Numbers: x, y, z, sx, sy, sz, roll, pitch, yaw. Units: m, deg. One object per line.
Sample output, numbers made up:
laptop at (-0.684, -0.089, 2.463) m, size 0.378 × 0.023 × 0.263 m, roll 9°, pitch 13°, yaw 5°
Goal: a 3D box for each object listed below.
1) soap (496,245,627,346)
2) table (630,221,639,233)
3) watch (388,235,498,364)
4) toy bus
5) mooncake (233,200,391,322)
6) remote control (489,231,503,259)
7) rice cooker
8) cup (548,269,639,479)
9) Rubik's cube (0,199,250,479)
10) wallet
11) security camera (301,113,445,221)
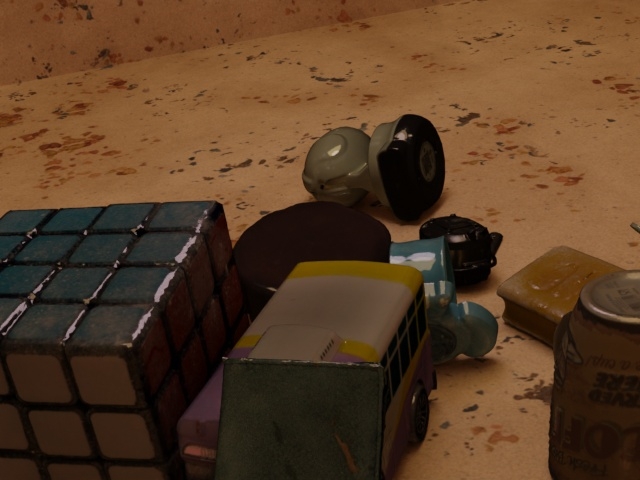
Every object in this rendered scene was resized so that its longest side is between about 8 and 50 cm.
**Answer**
soap at (0.415, 0.104, 1.677) m, size 0.160 × 0.080 × 0.257 m, roll -32°, pitch 32°, yaw -22°
table at (0.583, 0.038, 1.727) m, size 0.167 × 0.166 × 0.198 m, roll -10°, pitch 17°, yaw -6°
watch at (0.161, 0.082, 1.684) m, size 0.211 × 0.211 × 0.193 m, roll -4°, pitch 43°, yaw 7°
toy bus at (-0.004, 0.209, 1.380) m, size 0.209 × 0.249 × 0.440 m, roll 3°, pitch 26°, yaw 20°
mooncake at (-0.012, 0.060, 1.833) m, size 0.283 × 0.141 × 0.283 m, roll -5°, pitch 35°, yaw 3°
remote control at (0.311, 0.009, 2.004) m, size 0.034 × 0.016 × 0.091 m, roll 7°, pitch 29°, yaw 18°
rice cooker at (0.237, 0.015, 1.911) m, size 0.112 × 0.106 × 0.165 m, roll -12°, pitch 15°, yaw -20°
cup at (0.386, 0.160, 1.386) m, size 0.227 × 0.257 × 0.301 m, roll -11°, pitch 23°, yaw -14°
Rubik's cube at (-0.295, 0.172, 1.410) m, size 0.337 × 0.343 × 0.344 m, roll -2°, pitch 28°, yaw 15°
wallet at (-0.029, 0.309, 1.111) m, size 0.191 × 0.379 × 0.046 m, roll 0°, pitch -15°, yaw 17°
security camera at (0.095, -0.149, 2.216) m, size 0.277 × 0.197 × 0.191 m, roll -3°, pitch 32°, yaw 28°
